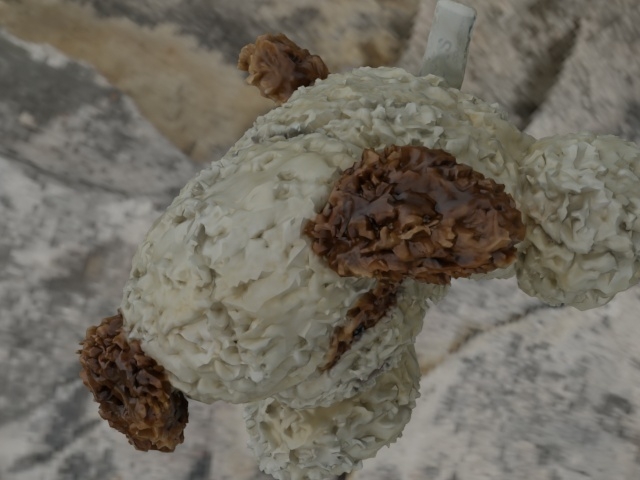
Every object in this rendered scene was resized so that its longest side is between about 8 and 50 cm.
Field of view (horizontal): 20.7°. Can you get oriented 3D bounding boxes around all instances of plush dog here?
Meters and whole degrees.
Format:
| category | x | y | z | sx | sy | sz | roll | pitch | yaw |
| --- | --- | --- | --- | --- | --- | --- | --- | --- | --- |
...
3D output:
| category | x | y | z | sx | sy | sz | roll | pitch | yaw |
| --- | --- | --- | --- | --- | --- | --- | --- | --- | --- |
| plush dog | 0.000 | 0.000 | 0.815 | 0.262 | 0.225 | 0.211 | -36 | 89 | 26 |
